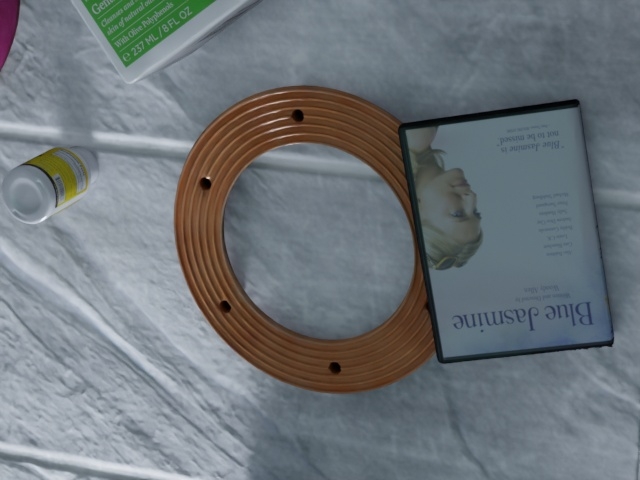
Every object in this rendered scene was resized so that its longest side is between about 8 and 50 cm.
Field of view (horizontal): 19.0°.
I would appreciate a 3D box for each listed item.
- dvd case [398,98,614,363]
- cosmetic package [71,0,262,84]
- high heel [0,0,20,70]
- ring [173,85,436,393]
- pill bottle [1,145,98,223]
[{"bbox_3d":[0.185,-0.005,1.894,0.180,0.022,0.253,-7,105,12],"label":"dvd case"},{"bbox_3d":[-0.194,-0.367,1.887,0.197,0.155,0.365,-34,93,32],"label":"cosmetic package"},{"bbox_3d":[-0.417,-0.319,1.988,0.127,0.181,0.377,2,109,24],"label":"high heel"},{"bbox_3d":[0.000,0.000,1.998,0.337,0.032,0.336,9,112,22],"label":"ring"},{"bbox_3d":[-0.288,-0.064,2.056,0.065,0.116,0.065,8,110,22],"label":"pill bottle"}]
